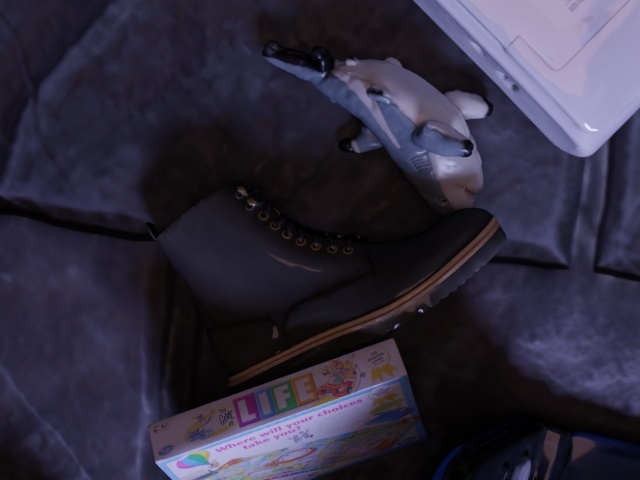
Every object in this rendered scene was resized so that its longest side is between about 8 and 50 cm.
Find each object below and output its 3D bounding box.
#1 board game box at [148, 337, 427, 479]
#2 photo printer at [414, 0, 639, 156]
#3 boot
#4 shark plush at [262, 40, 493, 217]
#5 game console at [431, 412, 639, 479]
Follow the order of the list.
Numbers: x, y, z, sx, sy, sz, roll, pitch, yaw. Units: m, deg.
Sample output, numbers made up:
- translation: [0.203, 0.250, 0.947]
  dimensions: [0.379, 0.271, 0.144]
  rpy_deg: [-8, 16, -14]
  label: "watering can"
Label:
- translation: [-0.016, 0.118, 0.654]
  dimensions: [0.154, 0.103, 0.026]
  rpy_deg: [-19, 57, 1]
  label: "board game box"
- translation: [0.172, -0.243, 0.614]
  dimensions: [0.256, 0.107, 0.307]
  rpy_deg: [44, 93, -3]
  label: "photo printer"
- translation: [0.000, 0.000, 0.654]
  dimensions: [0.198, 0.077, 0.137]
  rpy_deg: [-32, 90, 4]
  label: "boot"
- translation: [0.033, -0.073, 0.659]
  dimensions: [0.161, 0.073, 0.067]
  rpy_deg: [25, 126, -9]
  label: "shark plush"
- translation: [0.148, 0.272, 0.640]
  dimensions: [0.173, 0.250, 0.293]
  rpy_deg: [16, 96, 25]
  label: "game console"
